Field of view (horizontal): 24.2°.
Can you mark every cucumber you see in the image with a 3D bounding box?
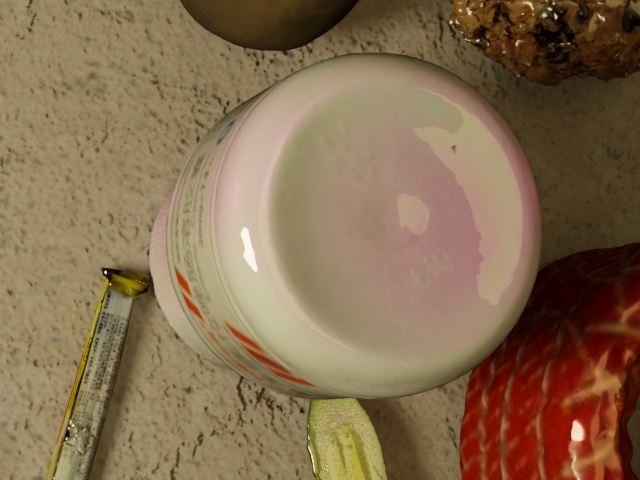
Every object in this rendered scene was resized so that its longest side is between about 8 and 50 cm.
[{"bbox_3d":[0.019,0.185,1.336,0.067,0.035,0.107,-11,83,-10],"label":"cucumber"}]

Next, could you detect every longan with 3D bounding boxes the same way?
[{"bbox_3d":[-0.038,-0.272,1.287,0.198,0.198,0.212,16,79,-18],"label":"longan"}]

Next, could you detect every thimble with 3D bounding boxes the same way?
[{"bbox_3d":[0.315,0.173,1.345,0.350,0.230,0.350,2,85,-20],"label":"thimble"}]

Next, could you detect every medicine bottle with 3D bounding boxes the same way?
[{"bbox_3d":[0.000,0.000,1.195,0.256,0.325,0.256,2,84,-21],"label":"medicine bottle"}]

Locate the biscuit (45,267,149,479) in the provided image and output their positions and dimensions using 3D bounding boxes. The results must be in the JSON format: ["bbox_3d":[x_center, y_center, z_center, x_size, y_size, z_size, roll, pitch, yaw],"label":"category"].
[{"bbox_3d":[-0.202,0.163,1.260,0.048,0.026,0.292,20,78,-22],"label":"biscuit"}]

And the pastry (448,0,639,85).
[{"bbox_3d":[0.244,-0.272,1.405,0.274,0.193,0.275,0,102,-2],"label":"pastry"}]
